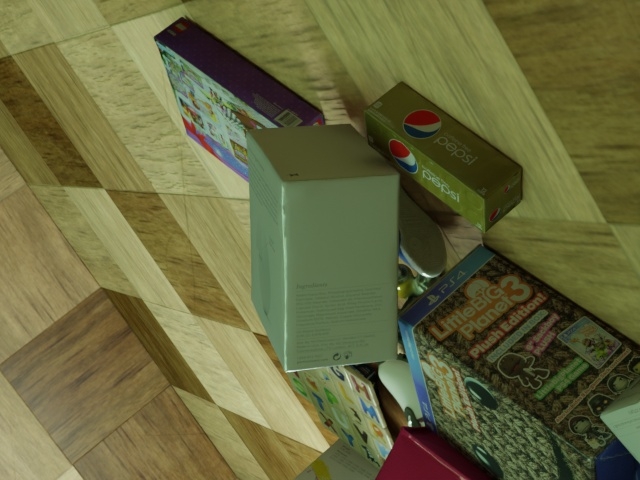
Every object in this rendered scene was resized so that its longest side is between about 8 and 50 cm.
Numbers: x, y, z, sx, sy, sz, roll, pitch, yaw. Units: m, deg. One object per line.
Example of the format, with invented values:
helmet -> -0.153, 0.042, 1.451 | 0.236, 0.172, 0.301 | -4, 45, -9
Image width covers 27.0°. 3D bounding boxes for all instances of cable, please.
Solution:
cable -> 0.143, 0.099, 1.791 | 0.139, 0.072, 0.287 | 31, 170, 7

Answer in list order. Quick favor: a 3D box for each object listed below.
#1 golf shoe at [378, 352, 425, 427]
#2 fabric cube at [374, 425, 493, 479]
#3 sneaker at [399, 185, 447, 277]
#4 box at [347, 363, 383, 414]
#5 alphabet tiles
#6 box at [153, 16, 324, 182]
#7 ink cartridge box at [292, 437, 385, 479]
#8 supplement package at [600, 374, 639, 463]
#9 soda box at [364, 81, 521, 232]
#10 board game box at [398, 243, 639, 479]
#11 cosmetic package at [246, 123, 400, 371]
golf shoe -> 0.164, 0.272, 1.923 | 0.273, 0.120, 0.105 | 44, 162, 23
fabric cube -> 0.199, 0.403, 1.698 | 0.259, 0.258, 0.254 | 34, -163, 33
sneaker -> 0.094, -0.011, 1.643 | 0.152, 0.058, 0.084 | 52, 156, 9
box -> 0.012, 0.219, 2.266 | 0.220, 0.051, 0.175 | 39, 157, 30
alphabet tiles -> 0.014, 0.241, 2.204 | 0.285, 0.011, 0.342 | 33, 154, 42
box -> -0.097, -0.157, 1.812 | 0.293, 0.057, 0.201 | 38, 157, 33
ink cartridge box -> 0.061, 0.499, 2.336 | 0.197, 0.270, 0.198 | 23, 147, 52
supplement package -> 0.384, 0.200, 1.307 | 0.179, 0.105, 0.105 | 49, 160, 5
soda box -> 0.129, -0.090, 1.422 | 0.181, 0.058, 0.061 | 39, 158, 30
board game box -> 0.251, 0.184, 1.524 | 0.291, 0.141, 0.232 | 36, 156, 37
cosmetic package -> 0.000, 0.000, 1.546 | 0.224, 0.138, 0.224 | -124, 30, -66
